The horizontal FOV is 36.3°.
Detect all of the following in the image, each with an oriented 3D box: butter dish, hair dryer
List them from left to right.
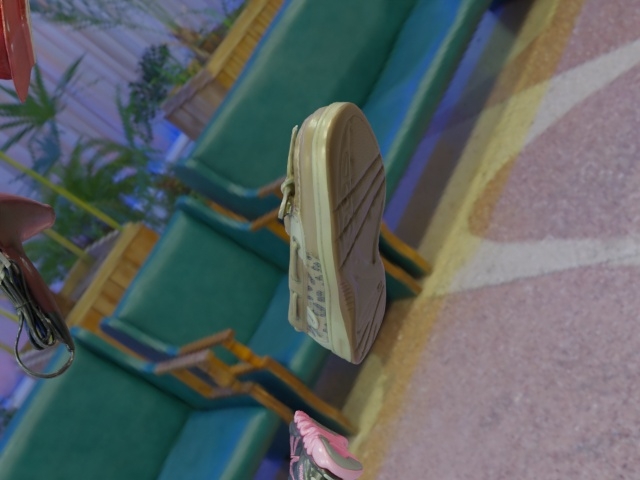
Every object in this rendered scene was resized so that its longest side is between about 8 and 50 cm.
[{"bbox_3d":[-0.291,-0.197,0.766,0.160,0.118,0.159,145,116,-74],"label":"butter dish"},{"bbox_3d":[-0.407,0.035,1.276,0.080,0.223,0.293,-26,35,18],"label":"hair dryer"}]

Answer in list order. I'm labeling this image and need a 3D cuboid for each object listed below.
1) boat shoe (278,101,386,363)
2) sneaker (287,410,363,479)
[{"bbox_3d":[0.000,0.000,0.861,0.089,0.285,0.104,17,46,22],"label":"boat shoe"},{"bbox_3d":[-0.008,0.157,0.676,0.057,0.047,0.119,-60,6,-1],"label":"sneaker"}]
